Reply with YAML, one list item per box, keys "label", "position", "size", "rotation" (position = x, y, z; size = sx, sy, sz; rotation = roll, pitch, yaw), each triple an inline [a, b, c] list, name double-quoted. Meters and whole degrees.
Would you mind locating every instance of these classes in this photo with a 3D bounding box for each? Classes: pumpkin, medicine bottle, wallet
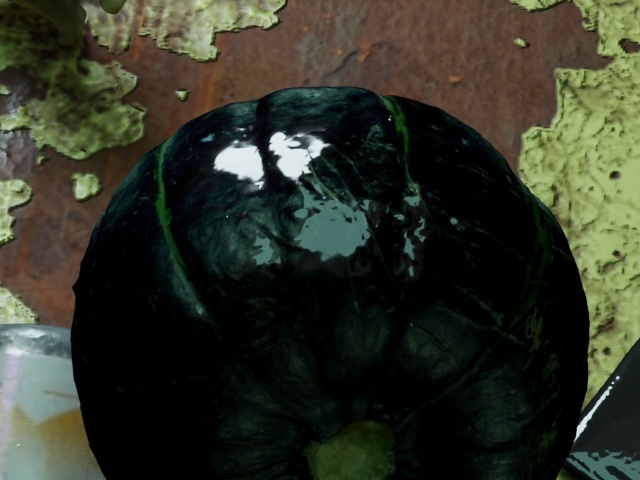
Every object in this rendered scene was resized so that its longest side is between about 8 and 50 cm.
- label: "pumpkin"
  position: [0.001, 0.055, 1.095]
  size: [0.315, 0.315, 0.238]
  rotation: [3, 34, -1]
- label: "medicine bottle"
  position: [-0.183, 0.202, 1.172]
  size: [0.165, 0.165, 0.273]
  rotation: [4, 60, -1]
- label: "wallet"
  position: [0.277, 0.098, 1.332]
  size: [0.124, 0.025, 0.244]
  rotation: [35, 65, 16]

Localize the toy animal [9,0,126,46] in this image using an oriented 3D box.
- label: "toy animal"
  position: [-0.229, -0.218, 1.407]
  size: [0.169, 0.233, 0.121]
  rotation: [27, 67, -34]
